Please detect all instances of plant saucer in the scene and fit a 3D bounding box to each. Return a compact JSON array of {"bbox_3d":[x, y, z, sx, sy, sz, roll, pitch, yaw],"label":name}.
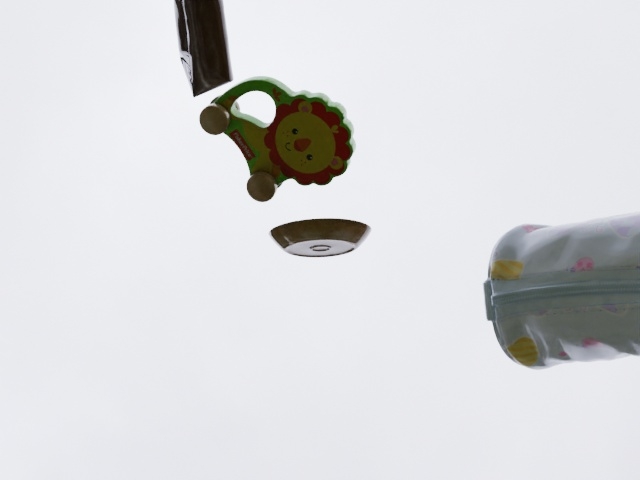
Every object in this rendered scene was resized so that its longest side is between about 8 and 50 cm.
[{"bbox_3d":[0.000,0.000,0.927,0.083,0.083,0.015,0,-105,-10],"label":"plant saucer"}]

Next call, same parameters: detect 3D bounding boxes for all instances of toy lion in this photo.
[{"bbox_3d":[-0.026,-0.081,0.862,0.096,0.034,0.100,-30,-77,24],"label":"toy lion"}]

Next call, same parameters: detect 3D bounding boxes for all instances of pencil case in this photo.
[{"bbox_3d":[0.248,0.031,0.787,0.124,0.273,0.113,-25,-77,-46],"label":"pencil case"}]

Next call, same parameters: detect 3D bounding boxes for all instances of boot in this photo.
[{"bbox_3d":[-0.061,-0.137,0.676,0.037,0.106,0.114,-11,-69,-23],"label":"boot"}]
